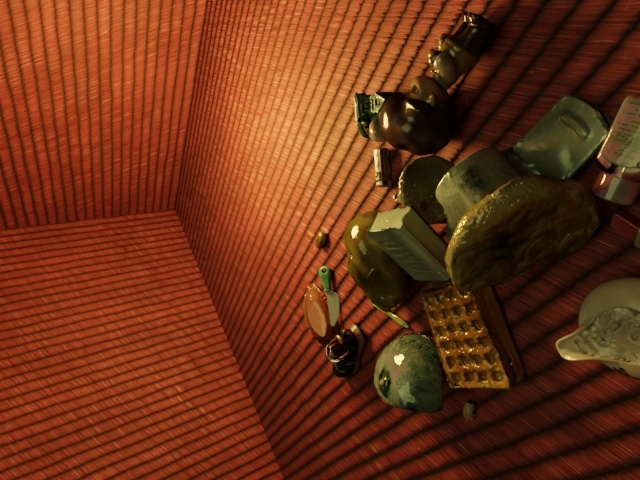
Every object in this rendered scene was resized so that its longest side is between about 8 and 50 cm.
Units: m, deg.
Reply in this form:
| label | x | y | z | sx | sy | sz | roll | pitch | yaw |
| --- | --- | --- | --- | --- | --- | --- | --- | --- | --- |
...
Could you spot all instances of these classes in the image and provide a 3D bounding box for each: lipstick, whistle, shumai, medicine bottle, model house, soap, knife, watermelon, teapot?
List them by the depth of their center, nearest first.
| label | x | y | z | sx | sy | sz | roll | pitch | yaw |
| --- | --- | --- | --- | --- | --- | --- | --- | --- | --- |
| lipstick | 0.675 | 0.045 | 0.741 | 0.312 | 0.051 | 0.051 | 50 | 139 | 37 |
| medicine bottle | 0.586 | -0.165 | 0.747 | 0.094 | 0.119 | 0.187 | 40 | 130 | 43 |
| teapot | 0.615 | 0.169 | 0.777 | 0.204 | 0.140 | 0.298 | 68 | 150 | 22 |
| whistle | 0.455 | -0.137 | 0.940 | 0.405 | 0.188 | 0.168 | -37 | 59 | 18 |
| soap | 0.263 | 0.015 | 1.156 | 0.150 | 0.261 | 0.094 | -12 | 45 | 52 |
| shumai | 0.310 | -0.139 | 1.162 | 0.120 | 0.202 | 0.201 | -45 | -53 | -82 |
| model house | 0.199 | -0.401 | 1.261 | 0.149 | 0.120 | 0.148 | 2 | 101 | 48 |
| watermelon | 0.260 | 0.405 | 1.297 | 0.322 | 0.175 | 0.188 | 179 | 85 | -68 |
| knife | 0.246 | 0.260 | 1.463 | 0.207 | 0.014 | 0.030 | 31 | 126 | 49 |
| knife | 0.046 | 0.235 | 1.723 | 0.034 | 0.063 | 0.260 | -11 | -92 | -81 |

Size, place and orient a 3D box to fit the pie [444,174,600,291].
| label | x | y | z | sx | sy | sz | roll | pitch | yaw |
| --- | --- | --- | --- | --- | --- | --- | --- | --- | --- |
| pie | 0.414 | -0.001 | 0.858 | 0.075 | 0.338 | 0.337 | -104 | 28 | -43 |

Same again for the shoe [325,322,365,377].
| label | x | y | z | sx | sy | sz | roll | pitch | yaw |
| --- | --- | --- | --- | --- | --- | --- | --- | --- | --- |
| shoe | 0.089 | 0.468 | 1.644 | 0.114 | 0.137 | 0.290 | 45 | 135 | 41 |

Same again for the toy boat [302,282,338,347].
| label | x | y | z | sx | sy | sz | roll | pitch | yaw |
| --- | --- | --- | --- | --- | --- | --- | --- | --- | --- |
| toy boat | -0.001 | 0.338 | 1.782 | 0.141 | 0.099 | 0.317 | -24 | 76 | 14 |

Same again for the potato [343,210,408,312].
| label | x | y | z | sx | sy | sz | roll | pitch | yaw |
| --- | --- | --- | --- | --- | --- | --- | --- | --- | --- |
| potato | 0.194 | 0.073 | 1.328 | 0.218 | 0.203 | 0.350 | 4 | 113 | 62 |

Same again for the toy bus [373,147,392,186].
| label | x | y | z | sx | sy | sz | roll | pitch | yaw |
| --- | --- | --- | --- | --- | --- | --- | --- | --- | --- |
| toy bus | 0.206 | -0.241 | 1.341 | 0.037 | 0.052 | 0.130 | 6 | 105 | 52 |

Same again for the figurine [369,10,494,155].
| label | x | y | z | sx | sy | sz | roll | pitch | yaw |
| --- | --- | --- | --- | --- | --- | --- | --- | --- | --- |
| figurine | 0.279 | -0.394 | 1.041 | 0.218 | 0.207 | 0.364 | -104 | 25 | -55 |

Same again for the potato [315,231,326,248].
| label | x | y | z | sx | sy | sz | roll | pitch | yaw |
| --- | --- | --- | --- | --- | --- | --- | --- | --- | --- |
| potato | 0.000 | 0.000 | 1.723 | 0.051 | 0.040 | 0.083 | 46 | 136 | 32 |

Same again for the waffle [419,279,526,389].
| label | x | y | z | sx | sy | sz | roll | pitch | yaw |
| --- | --- | --- | --- | --- | --- | --- | --- | --- | --- |
| waffle | 0.420 | 0.256 | 1.142 | 0.213 | 0.091 | 0.307 | -29 | 76 | 54 |

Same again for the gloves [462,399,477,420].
| label | x | y | z | sx | sy | sz | roll | pitch | yaw |
| --- | --- | --- | --- | --- | --- | --- | --- | --- | --- |
| gloves | 0.451 | 0.511 | 1.224 | 0.044 | 0.038 | 0.080 | -87 | -14 | -81 |
